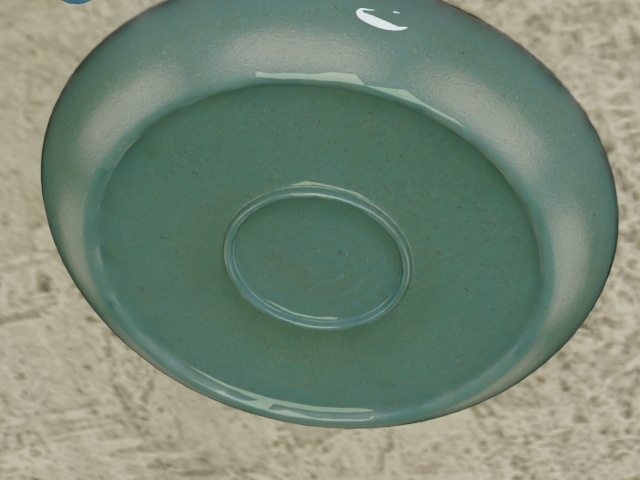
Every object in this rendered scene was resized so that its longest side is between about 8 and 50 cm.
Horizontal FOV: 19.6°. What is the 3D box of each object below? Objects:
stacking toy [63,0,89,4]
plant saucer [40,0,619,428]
[{"bbox_3d":[-0.224,-0.203,0.798,0.302,0.166,0.175,0,150,26],"label":"stacking toy"},{"bbox_3d":[0.000,0.000,0.998,0.317,0.044,0.317,5,132,6],"label":"plant saucer"}]
